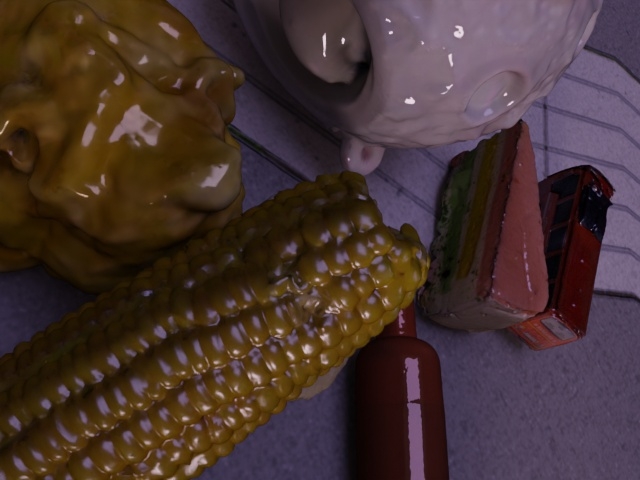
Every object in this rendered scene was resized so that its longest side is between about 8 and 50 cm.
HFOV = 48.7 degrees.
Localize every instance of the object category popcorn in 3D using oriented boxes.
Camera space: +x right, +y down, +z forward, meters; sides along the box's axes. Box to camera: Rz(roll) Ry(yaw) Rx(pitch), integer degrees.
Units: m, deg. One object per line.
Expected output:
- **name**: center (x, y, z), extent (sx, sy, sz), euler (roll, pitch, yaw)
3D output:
- **popcorn**: center (-0.157, -0.077, 0.467), extent (0.190, 0.253, 0.191), euler (79, 21, -46)

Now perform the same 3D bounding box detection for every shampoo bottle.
- **shampoo bottle**: center (0.071, 0.146, 0.633), extent (0.085, 0.085, 0.244), euler (14, 64, -30)

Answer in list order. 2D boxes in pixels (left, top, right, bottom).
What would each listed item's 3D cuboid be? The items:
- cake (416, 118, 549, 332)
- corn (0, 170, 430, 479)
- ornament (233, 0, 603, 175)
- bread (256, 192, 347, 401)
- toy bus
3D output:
- **cake**: center (0.182, -0.009, 0.749), extent (0.090, 0.109, 0.225), euler (28, 59, -23)
- **corn**: center (-0.101, 0.086, 0.391), extent (0.363, 0.120, 0.120), euler (-32, 93, -7)
- **ornament**: center (0.090, -0.254, 0.636), extent (0.337, 0.337, 0.337), euler (13, 66, -31)
- **bread**: center (-0.043, 0.055, 0.549), extent (0.134, 0.141, 0.148), euler (32, 58, -20)
- **toy bus**: center (0.274, 0.013, 0.814), extent (0.073, 0.096, 0.235), euler (39, 56, -20)
